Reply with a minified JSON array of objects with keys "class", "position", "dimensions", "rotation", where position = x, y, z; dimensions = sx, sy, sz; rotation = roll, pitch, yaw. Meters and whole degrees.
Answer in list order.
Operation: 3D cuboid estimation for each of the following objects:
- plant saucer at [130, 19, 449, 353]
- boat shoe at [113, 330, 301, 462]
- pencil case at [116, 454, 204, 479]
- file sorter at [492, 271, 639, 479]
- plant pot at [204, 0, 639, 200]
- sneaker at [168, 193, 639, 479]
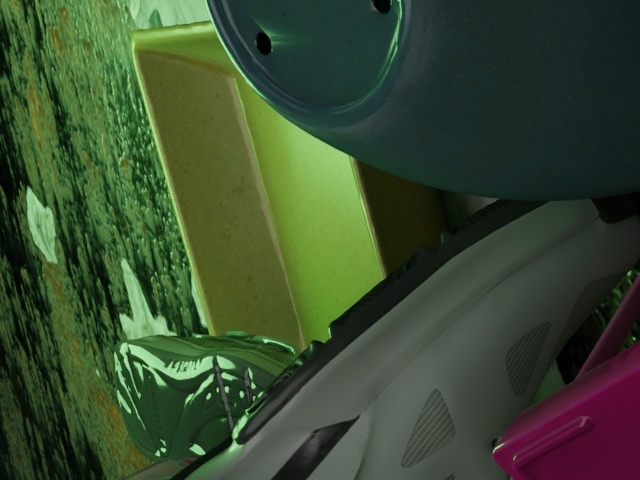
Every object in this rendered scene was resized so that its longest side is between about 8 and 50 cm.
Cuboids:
[{"class":"plant saucer","position":[0.000,0.000,1.248],"dimensions":[0.332,0.081,0.333],"rotation":[8,115,65]},{"class":"boat shoe","position":[-0.031,0.115,1.200],"dimensions":[0.320,0.103,0.118],"rotation":[8,110,59]},{"class":"pencil case","position":[-0.063,0.270,1.103],"dimensions":[0.124,0.124,0.284],"rotation":[3,104,65]},{"class":"file sorter","position":[0.236,0.021,0.507],"dimensions":[0.202,0.182,0.290],"rotation":[43,142,-5]},{"class":"plant pot","position":[0.061,-0.139,0.787],"dimensions":[0.290,0.195,0.290],"rotation":[26,127,40]},{"class":"sneaker","position":[0.052,0.182,0.955],"dimensions":[0.257,0.447,0.169],"rotation":[47,179,8]}]
